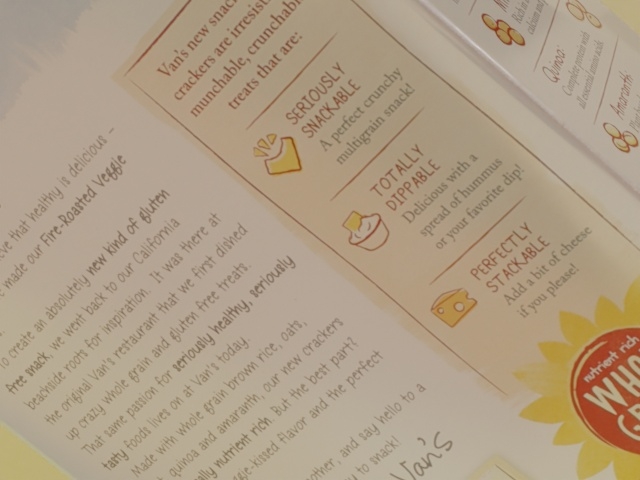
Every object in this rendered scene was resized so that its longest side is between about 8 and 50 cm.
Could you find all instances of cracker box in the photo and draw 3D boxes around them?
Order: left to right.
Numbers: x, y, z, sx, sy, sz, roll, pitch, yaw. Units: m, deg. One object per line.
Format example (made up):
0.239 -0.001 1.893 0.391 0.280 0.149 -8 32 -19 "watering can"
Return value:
0.000 0.000 0.440 0.232 0.067 0.156 40 -57 -10 "cracker box"
